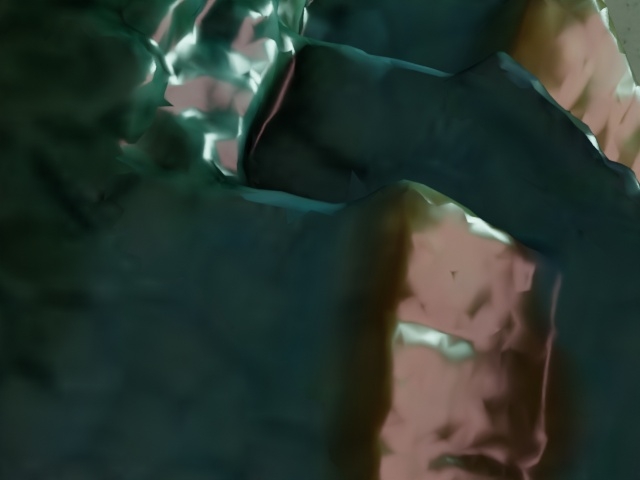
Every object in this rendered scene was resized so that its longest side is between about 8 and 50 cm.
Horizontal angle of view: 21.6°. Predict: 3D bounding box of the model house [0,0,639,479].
[{"bbox_3d":[0.048,0.025,0.434,0.261,0.241,0.226,78,23,-78],"label":"model house"}]
